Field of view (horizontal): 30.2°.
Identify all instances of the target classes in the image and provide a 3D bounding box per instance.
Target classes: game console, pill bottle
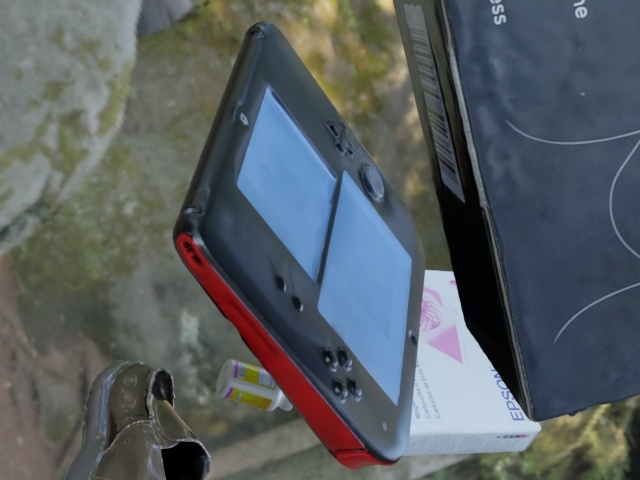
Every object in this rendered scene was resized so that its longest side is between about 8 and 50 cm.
[{"bbox_3d":[0.000,0.000,1.180,0.342,0.060,0.386,57,26,-30],"label":"game console"},{"bbox_3d":[-0.069,0.162,1.308,0.043,0.083,0.043,-161,-90,-75],"label":"pill bottle"}]

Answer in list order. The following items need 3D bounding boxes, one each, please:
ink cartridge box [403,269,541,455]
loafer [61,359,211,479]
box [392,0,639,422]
[{"bbox_3d":[0.127,0.174,1.785,0.071,0.330,0.324,-61,-143,38],"label":"ink cartridge box"},{"bbox_3d":[-0.172,0.234,1.184,0.366,0.130,0.133,-93,-177,-69],"label":"loafer"},{"bbox_3d":[0.322,-0.162,0.988,0.297,0.472,0.479,-105,-179,-78],"label":"box"}]
